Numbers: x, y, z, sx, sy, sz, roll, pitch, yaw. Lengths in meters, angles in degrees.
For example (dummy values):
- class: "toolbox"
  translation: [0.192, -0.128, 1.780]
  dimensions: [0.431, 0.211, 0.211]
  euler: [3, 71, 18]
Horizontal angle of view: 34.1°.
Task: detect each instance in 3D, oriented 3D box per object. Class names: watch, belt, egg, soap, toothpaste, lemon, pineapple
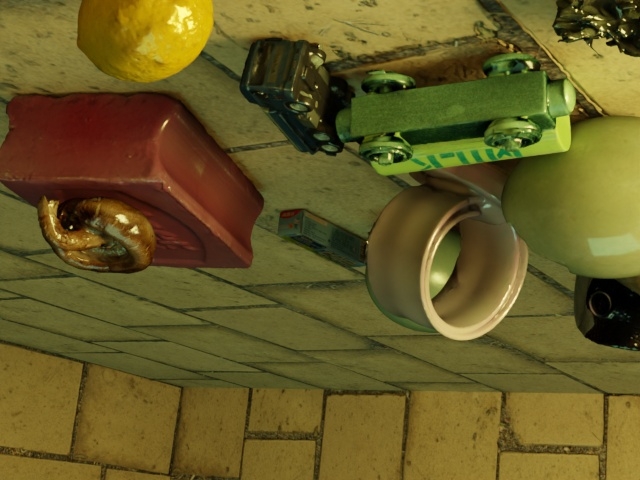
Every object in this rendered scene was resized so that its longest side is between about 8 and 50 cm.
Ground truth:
- class: "watch"
  translation: [0.176, 0.014, 1.339]
  dimensions: [0.248, 0.217, 0.211]
  euler: [28, 175, -43]
- class: "belt"
  translation: [0.497, 0.073, 1.545]
  dimensions: [0.289, 0.164, 0.184]
  euler: [-2, -169, -41]
- class: "egg"
  translation: [0.311, -0.049, 1.170]
  dimensions: [0.217, 0.183, 0.183]
  euler: [7, 166, 24]
- class: "soap"
  translation: [-0.240, -0.072, 1.406]
  dimensions: [0.233, 0.128, 0.359]
  euler: [2, 162, 16]
- class: "toothpaste"
  translation: [0.000, 0.000, 1.710]
  dimensions: [0.070, 0.044, 0.193]
  euler: [-6, 160, 36]
- class: "lemon"
  translation: [-0.161, -0.199, 0.941]
  dimensions: [0.114, 0.114, 0.155]
  euler: [18, 158, -35]
- class: "pineapple"
  translation: [0.284, -0.185, 0.913]
  dimensions: [0.159, 0.074, 0.074]
  euler: [12, 165, 7]
- class: "egg"
  translation: [0.176, 0.061, 1.629]
  dimensions: [0.231, 0.168, 0.168]
  euler: [11, 164, -31]

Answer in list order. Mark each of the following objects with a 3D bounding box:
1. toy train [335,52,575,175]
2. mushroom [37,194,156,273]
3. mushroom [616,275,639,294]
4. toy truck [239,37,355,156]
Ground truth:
- class: "toy train"
  translation: [0.151, -0.123, 1.108]
  dimensions: [0.253, 0.105, 0.157]
  euler: [-7, 165, 24]
- class: "mushroom"
  translation: [-0.277, -0.014, 1.261]
  dimensions: [0.135, 0.080, 0.170]
  euler: [-16, 153, 24]
- class: "mushroom"
  translation: [0.453, 0.021, 1.327]
  dimensions: [0.267, 0.254, 0.267]
  euler: [32, -163, -11]
- class: "toy truck"
  translation: [-0.020, -0.153, 1.142]
  dimensions: [0.088, 0.074, 0.201]
  euler: [10, 167, 21]
